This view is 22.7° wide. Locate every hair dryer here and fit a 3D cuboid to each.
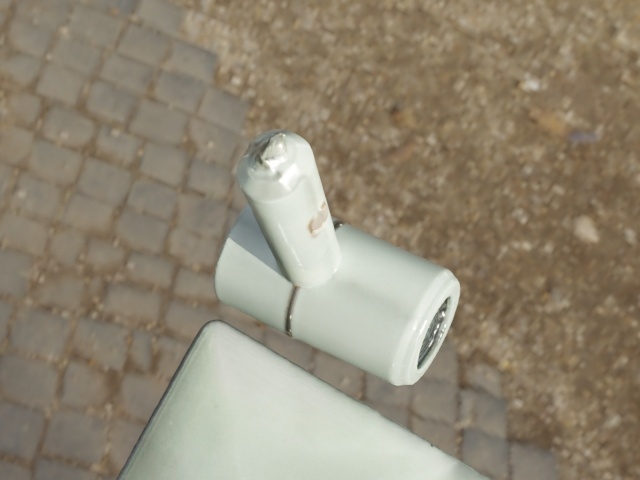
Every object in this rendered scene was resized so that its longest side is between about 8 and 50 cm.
[{"bbox_3d":[0.000,0.000,0.545,0.082,0.137,0.047,24,72,18],"label":"hair dryer"}]

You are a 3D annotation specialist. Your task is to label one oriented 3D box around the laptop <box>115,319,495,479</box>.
[{"bbox_3d":[-0.031,0.190,0.675,0.187,0.015,0.269,32,70,-12],"label":"laptop"}]
